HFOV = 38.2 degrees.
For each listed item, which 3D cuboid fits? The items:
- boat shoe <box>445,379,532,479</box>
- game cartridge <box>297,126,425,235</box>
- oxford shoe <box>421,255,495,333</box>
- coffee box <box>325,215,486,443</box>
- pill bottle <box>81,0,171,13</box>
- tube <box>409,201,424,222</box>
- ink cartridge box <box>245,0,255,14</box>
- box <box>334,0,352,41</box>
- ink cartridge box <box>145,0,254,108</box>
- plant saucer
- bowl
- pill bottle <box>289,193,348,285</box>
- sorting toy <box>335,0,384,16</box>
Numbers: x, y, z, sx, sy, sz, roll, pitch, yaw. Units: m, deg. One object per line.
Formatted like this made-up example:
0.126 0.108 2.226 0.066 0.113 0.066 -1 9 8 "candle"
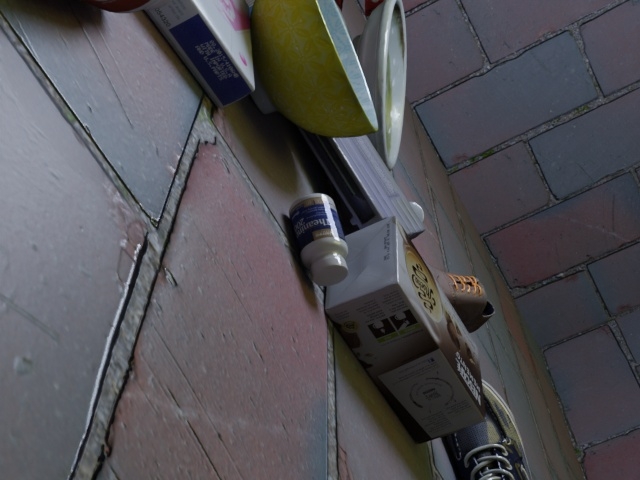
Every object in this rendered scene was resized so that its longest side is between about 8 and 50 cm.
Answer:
0.290 0.384 1.520 0.158 0.127 0.340 31 36 -79 "boat shoe"
0.047 -0.145 1.613 0.355 0.068 0.230 58 14 7 "game cartridge"
0.263 0.098 1.916 0.364 0.133 0.130 41 27 -57 "oxford shoe"
0.129 0.136 1.374 0.297 0.119 0.168 56 21 -28 "coffee box"
-0.210 -0.287 0.888 0.121 0.121 0.216 65 14 3 "pill bottle"
0.159 -0.024 1.812 0.207 0.052 0.080 110 -38 -76 "tube"
-0.108 -0.471 1.639 0.143 0.092 0.090 61 15 -10 "ink cartridge box"
-0.037 -0.531 1.998 0.275 0.094 0.113 50 20 -46 "box"
-0.198 -0.388 1.223 0.324 0.071 0.330 53 20 -39 "ink cartridge box"
0.127 -0.360 2.112 0.400 0.101 0.400 4 90 -78 "plant saucer"
-0.035 -0.273 1.407 0.289 0.156 0.289 -21 90 -79 "bowl"
0.000 0.000 1.265 0.067 0.067 0.120 46 23 -52 "pill bottle"
0.061 -0.606 2.087 0.255 0.257 0.089 83 12 -68 "sorting toy"
